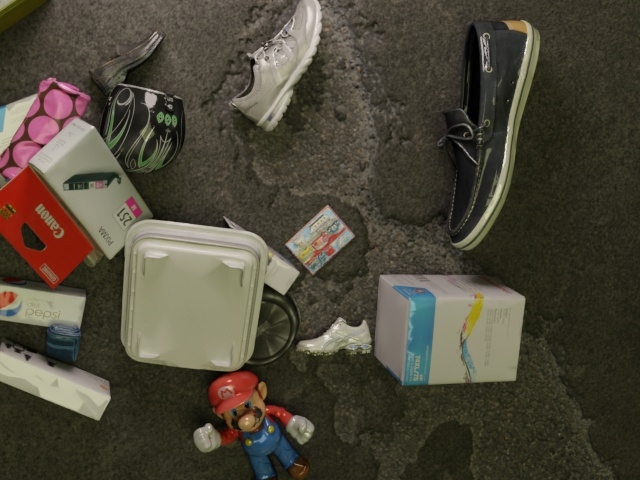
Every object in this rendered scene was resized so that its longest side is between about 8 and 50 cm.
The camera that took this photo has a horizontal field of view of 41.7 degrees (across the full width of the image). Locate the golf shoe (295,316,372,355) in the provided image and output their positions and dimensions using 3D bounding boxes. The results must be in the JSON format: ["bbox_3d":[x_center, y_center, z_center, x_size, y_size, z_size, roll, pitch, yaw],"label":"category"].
[{"bbox_3d":[0.028,0.216,1.881,0.176,0.069,0.086,-1,83,-18],"label":"golf shoe"}]

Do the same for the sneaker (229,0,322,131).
[{"bbox_3d":[-0.086,-0.363,1.682,0.115,0.105,0.281,23,96,-19],"label":"sneaker"}]

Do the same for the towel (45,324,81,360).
[{"bbox_3d":[-0.520,0.207,1.696,0.067,0.119,0.029,10,58,-15],"label":"towel"}]

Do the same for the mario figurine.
[{"bbox_3d":[-0.140,0.422,1.811,0.198,0.170,0.321,-49,123,-37],"label":"mario figurine"}]

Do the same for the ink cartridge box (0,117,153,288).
[{"bbox_3d":[-0.462,-0.053,1.569,0.239,0.060,0.275,-49,147,-19],"label":"ink cartridge box"}]

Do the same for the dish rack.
[{"bbox_3d":[-0.261,0.130,1.703,0.285,0.072,0.333,7,119,-7],"label":"dish rack"}]

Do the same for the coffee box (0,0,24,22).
[{"bbox_3d":[-0.673,-0.462,1.375,0.338,0.337,0.334,-36,109,-5],"label":"coffee box"}]

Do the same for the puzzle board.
[{"bbox_3d":[0.000,0.000,1.840,0.128,0.011,0.096,-43,110,-3],"label":"puzzle board"}]

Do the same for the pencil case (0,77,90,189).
[{"bbox_3d":[-0.509,-0.195,1.529,0.098,0.095,0.209,30,87,-22],"label":"pencil case"}]

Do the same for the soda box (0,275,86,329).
[{"bbox_3d":[-0.583,0.122,1.678,0.216,0.069,0.074,11,99,-18],"label":"soda box"}]

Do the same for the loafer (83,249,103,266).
[{"bbox_3d":[-0.485,-0.005,1.695,0.039,0.045,0.125,-48,117,-36],"label":"loafer"}]

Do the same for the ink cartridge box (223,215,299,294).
[{"bbox_3d":[-0.140,0.031,1.759,0.181,0.104,0.062,35,92,-19],"label":"ink cartridge box"}]

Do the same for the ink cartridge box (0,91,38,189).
[{"bbox_3d":[-0.561,-0.170,1.609,0.139,0.082,0.191,-23,109,-10],"label":"ink cartridge box"}]

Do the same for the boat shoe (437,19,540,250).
[{"bbox_3d":[0.331,-0.230,1.793,0.155,0.187,0.501,11,95,-12],"label":"boat shoe"}]

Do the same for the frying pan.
[{"bbox_3d":[-0.148,0.129,1.809,0.197,0.053,0.326,-19,110,-15],"label":"frying pan"}]

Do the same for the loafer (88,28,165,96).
[{"bbox_3d":[-0.373,-0.357,1.630,0.170,0.062,0.061,-44,105,-3],"label":"loafer"}]

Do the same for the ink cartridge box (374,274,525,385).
[{"bbox_3d":[0.281,0.191,1.862,0.269,0.198,0.197,0,102,-15],"label":"ink cartridge box"}]

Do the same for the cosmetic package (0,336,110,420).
[{"bbox_3d":[-0.547,0.280,1.709,0.239,0.099,0.061,28,95,-20],"label":"cosmetic package"}]

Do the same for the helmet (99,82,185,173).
[{"bbox_3d":[-0.342,-0.208,1.617,0.169,0.169,0.162,12,94,-17],"label":"helmet"}]
